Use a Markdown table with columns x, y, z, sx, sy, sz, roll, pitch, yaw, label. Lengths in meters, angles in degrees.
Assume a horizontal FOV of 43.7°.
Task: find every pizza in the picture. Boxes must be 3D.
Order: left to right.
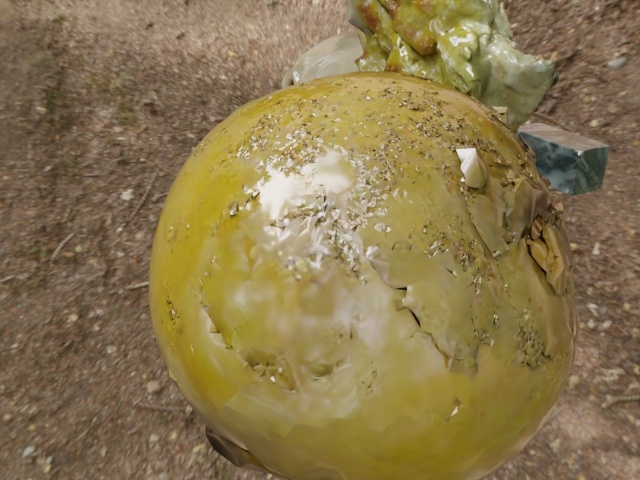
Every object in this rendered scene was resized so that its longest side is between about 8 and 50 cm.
| x | y | z | sx | sy | sz | roll | pitch | yaw | label |
| --- | --- | --- | --- | --- | --- | --- | --- | --- | --- |
| 0.087 | -0.174 | 0.672 | 0.089 | 0.223 | 0.323 | -18 | 94 | -21 | pizza |

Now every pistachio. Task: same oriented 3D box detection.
| x | y | z | sx | sy | sz | roll | pitch | yaw | label |
| --- | --- | --- | --- | --- | --- | --- | --- | --- | --- |
| 0.032 | -0.179 | 0.978 | 0.152 | 0.223 | 0.126 | 32 | 135 | -8 | pistachio |

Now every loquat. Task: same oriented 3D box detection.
| x | y | z | sx | sy | sz | roll | pitch | yaw | label |
| --- | --- | --- | --- | --- | --- | --- | --- | --- | --- |
| 0.021 | 0.023 | 0.432 | 0.235 | 0.235 | 0.235 | 0 | 96 | 0 | loquat |

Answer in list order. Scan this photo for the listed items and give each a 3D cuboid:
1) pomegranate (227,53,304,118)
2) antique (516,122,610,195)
| x | y | z | sx | sy | sz | roll | pitch | yaw | label |
| --- | --- | --- | --- | --- | --- | --- | --- | --- | --- |
| -0.053 | -0.175 | 1.392 | 0.236 | 0.236 | 0.301 | 28 | 123 | -2 | pomegranate |
| 0.433 | -0.157 | 1.490 | 0.088 | 0.183 | 0.086 | -13 | 118 | -31 | antique |
